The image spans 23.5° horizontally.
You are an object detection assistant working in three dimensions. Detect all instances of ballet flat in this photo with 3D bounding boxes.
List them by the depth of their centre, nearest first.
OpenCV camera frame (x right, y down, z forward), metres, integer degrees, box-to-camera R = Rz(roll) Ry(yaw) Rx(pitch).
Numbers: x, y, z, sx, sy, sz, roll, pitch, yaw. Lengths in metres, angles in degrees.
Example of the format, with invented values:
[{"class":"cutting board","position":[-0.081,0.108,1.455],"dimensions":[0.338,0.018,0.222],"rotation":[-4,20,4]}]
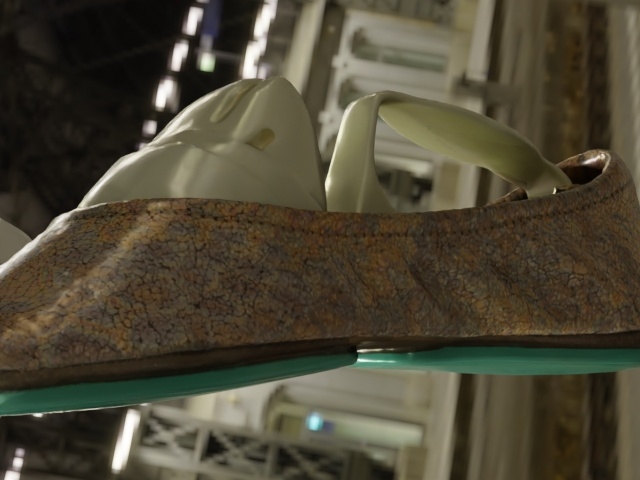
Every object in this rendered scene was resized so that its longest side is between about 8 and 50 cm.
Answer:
[{"class":"ballet flat","position":[0.000,0.000,0.534],"dimensions":[0.107,0.316,0.106],"rotation":[-9,83,48]}]

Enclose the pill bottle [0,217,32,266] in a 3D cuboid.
[{"class":"pill bottle","position":[-0.266,-0.005,0.634],"dimensions":[0.160,0.283,0.160],"rotation":[-28,46,34]}]
